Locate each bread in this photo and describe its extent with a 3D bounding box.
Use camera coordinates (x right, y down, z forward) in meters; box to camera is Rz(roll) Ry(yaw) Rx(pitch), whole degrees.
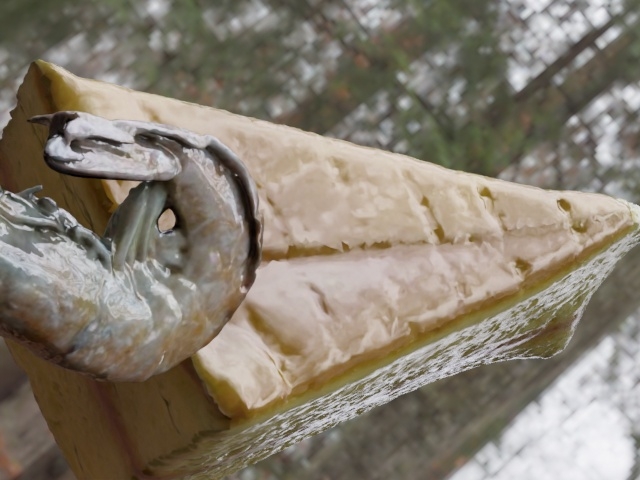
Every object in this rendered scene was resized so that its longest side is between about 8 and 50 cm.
[{"bbox_3d":[0.000,0.000,1.003,0.245,0.361,0.233,63,-31,12],"label":"bread"}]

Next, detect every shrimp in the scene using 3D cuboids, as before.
[{"bbox_3d":[-0.106,-0.011,0.666,0.223,0.126,0.047,33,11,-47],"label":"shrimp"}]
